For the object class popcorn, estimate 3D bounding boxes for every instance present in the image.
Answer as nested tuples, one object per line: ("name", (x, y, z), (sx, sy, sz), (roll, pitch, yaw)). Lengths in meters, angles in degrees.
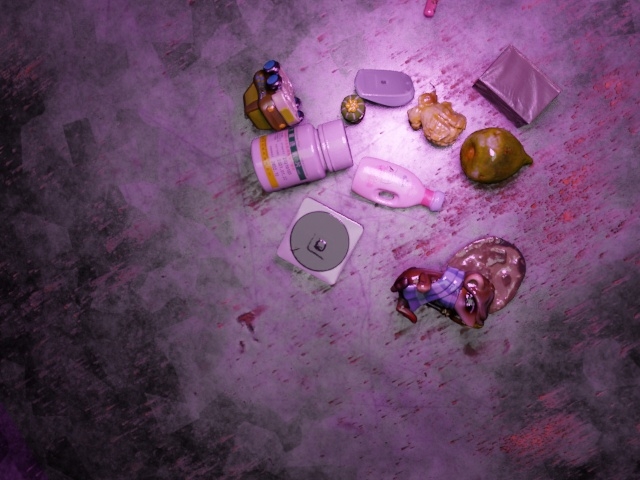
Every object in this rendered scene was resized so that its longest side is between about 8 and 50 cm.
("popcorn", (0.421, -0.433, 1.594), (0.168, 0.174, 0.195), (-25, 62, -26))

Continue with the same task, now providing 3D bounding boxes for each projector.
("projector", (0.000, 0.000, 1.722), (0.259, 0.079, 0.257), (29, 98, 3))

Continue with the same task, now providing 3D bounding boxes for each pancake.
("pancake", (0.615, 0.122, 1.674), (0.294, 0.049, 0.295), (1, 100, 8))

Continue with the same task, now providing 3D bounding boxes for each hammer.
("hammer", (0.397, -0.843, 1.604), (0.043, 0.043, 0.083), (16, 96, 5))

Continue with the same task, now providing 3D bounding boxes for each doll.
("doll", (0.428, 0.197, 1.575), (0.339, 0.318, 0.209), (4, 77, 18))

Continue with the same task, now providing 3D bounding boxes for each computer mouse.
("computer mouse", (0.230, -0.547, 1.616), (0.230, 0.079, 0.128), (5, 66, -7))

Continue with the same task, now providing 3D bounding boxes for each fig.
("fig", (0.637, -0.294, 1.569), (0.274, 0.206, 0.206), (2, 97, -15))

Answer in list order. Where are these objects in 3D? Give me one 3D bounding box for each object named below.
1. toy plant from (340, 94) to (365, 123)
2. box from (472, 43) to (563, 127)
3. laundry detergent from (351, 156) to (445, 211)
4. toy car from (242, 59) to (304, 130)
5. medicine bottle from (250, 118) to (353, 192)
("toy plant", (0.118, -0.471, 1.615), (0.092, 0.162, 0.093), (1, 95, 7))
("box", (0.669, -0.525, 1.548), (0.231, 0.155, 0.149), (43, 102, 0))
("laundry detergent", (0.289, -0.193, 1.661), (0.335, 0.088, 0.159), (21, 103, 4))
("toy car", (-0.190, -0.502, 1.619), (0.198, 0.204, 0.248), (-22, 54, 14))
("medicine bottle", (-0.063, -0.311, 1.632), (0.339, 0.208, 0.208), (-14, 94, 9))
